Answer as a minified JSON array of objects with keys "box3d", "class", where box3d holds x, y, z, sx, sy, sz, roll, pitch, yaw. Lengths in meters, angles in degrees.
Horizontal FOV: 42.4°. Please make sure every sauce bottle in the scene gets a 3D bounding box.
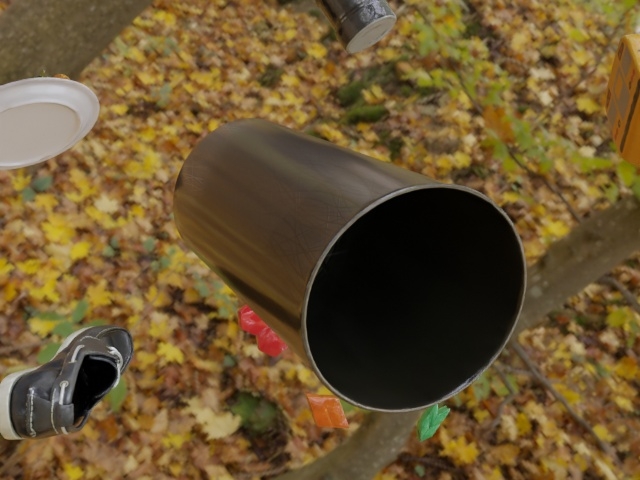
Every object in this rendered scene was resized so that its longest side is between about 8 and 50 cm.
[{"box3d":[-0.031,-0.376,0.955,0.344,0.111,0.111,57,14,9],"class":"sauce bottle"}]

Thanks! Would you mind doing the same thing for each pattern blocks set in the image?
[{"box3d":[0.077,0.128,1.120,0.325,0.285,0.026,49,-10,-16],"class":"pattern blocks set"}]

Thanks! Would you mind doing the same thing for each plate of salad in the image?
[{"box3d":[-0.385,-0.153,1.059,0.048,0.200,0.200,63,16,16],"class":"plate of salad"}]

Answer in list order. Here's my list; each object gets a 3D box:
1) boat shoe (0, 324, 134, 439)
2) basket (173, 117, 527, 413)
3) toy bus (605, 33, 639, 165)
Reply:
[{"box3d":[-0.239,0.143,0.851,0.233,0.079,0.083,-46,127,-77],"class":"boat shoe"},{"box3d":[0.000,0.000,0.597,0.204,0.154,0.227,21,7,-44],"class":"basket"},{"box3d":[0.476,-0.139,0.834,0.108,0.333,0.130,86,5,-46],"class":"toy bus"}]
